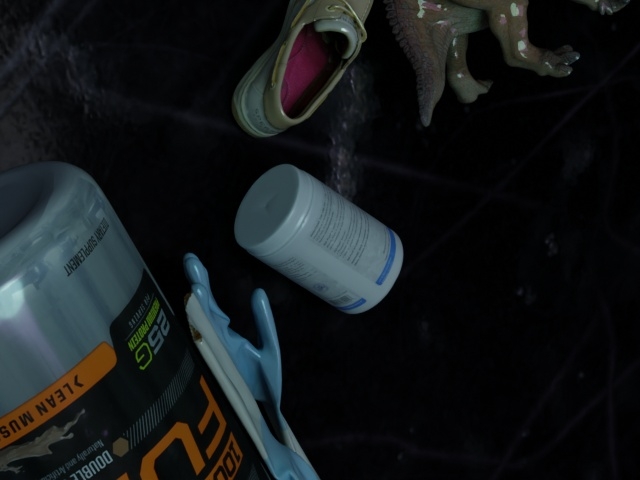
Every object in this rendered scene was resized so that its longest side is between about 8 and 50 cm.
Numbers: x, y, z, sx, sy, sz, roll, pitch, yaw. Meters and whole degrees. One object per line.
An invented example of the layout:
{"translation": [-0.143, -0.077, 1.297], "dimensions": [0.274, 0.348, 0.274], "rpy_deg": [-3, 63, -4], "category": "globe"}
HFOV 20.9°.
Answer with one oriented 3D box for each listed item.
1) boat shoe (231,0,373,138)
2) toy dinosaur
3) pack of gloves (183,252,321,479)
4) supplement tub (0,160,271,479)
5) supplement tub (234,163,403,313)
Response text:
{"translation": [0.004, -0.143, 1.230], "dimensions": [0.063, 0.059, 0.170], "rpy_deg": [40, 69, -30], "category": "boat shoe"}
{"translation": [0.119, -0.225, 1.278], "dimensions": [0.296, 0.127, 0.200], "rpy_deg": [-49, 113, -14], "category": "toy dinosaur"}
{"translation": [-0.020, 0.114, 1.143], "dimensions": [0.046, 0.195, 0.232], "rpy_deg": [-28, 111, 0], "category": "pack of gloves"}
{"translation": [-0.149, 0.141, 1.038], "dimensions": [0.207, 0.207, 0.338], "rpy_deg": [-41, 114, -28], "category": "supplement tub"}
{"translation": [0.000, 0.000, 1.226], "dimensions": [0.107, 0.071, 0.071], "rpy_deg": [34, 72, -32], "category": "supplement tub"}
